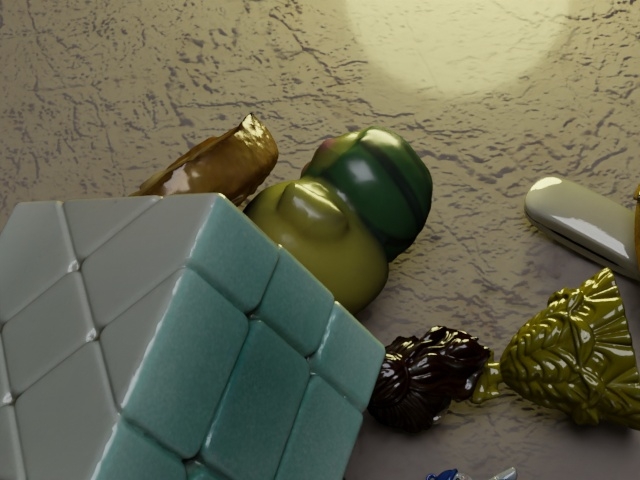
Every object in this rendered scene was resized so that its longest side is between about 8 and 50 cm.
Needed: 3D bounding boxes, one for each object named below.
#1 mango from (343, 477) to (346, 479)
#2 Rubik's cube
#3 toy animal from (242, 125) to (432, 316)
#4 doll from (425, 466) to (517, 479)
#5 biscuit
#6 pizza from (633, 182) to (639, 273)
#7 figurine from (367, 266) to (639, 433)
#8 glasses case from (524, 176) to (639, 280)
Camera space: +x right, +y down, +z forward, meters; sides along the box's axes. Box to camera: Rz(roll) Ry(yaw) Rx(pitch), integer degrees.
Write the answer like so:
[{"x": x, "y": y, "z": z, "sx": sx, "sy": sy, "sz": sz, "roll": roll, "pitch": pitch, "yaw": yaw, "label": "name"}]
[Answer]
[{"x": -0.038, "y": 0.292, "z": 1.364, "sx": 0.156, "sy": 0.114, "sz": 0.251, "roll": -21, "pitch": 57, "yaw": -1, "label": "mango"}, {"x": -0.175, "y": 0.165, "z": 1.252, "sx": 0.318, "sy": 0.316, "sz": 0.322, "roll": -2, "pitch": 58, "yaw": 40, "label": "Rubik's cube"}, {"x": 0.003, "y": 0.001, "z": 1.528, "sx": 0.338, "sy": 0.216, "sz": 0.191, "roll": -40, "pitch": 90, "yaw": -27, "label": "toy animal"}, {"x": 0.185, "y": 0.295, "z": 1.397, "sx": 0.142, "sy": 0.058, "sz": 0.099, "roll": 21, "pitch": 73, "yaw": 21, "label": "doll"}, {"x": -0.177, "y": -0.040, "z": 1.516, "sx": 0.296, "sy": 0.296, "sz": 0.102, "roll": -36, "pitch": 97, "yaw": -22, "label": "biscuit"}, {"x": 0.506, "y": 0.059, "z": 1.520, "sx": 0.223, "sy": 0.089, "sz": 0.324, "roll": -10, "pitch": 67, "yaw": -8, "label": "pizza"}, {"x": 0.203, "y": 0.152, "z": 1.458, "sx": 0.315, "sy": 0.168, "sz": 0.187, "roll": -10, "pitch": 94, "yaw": 5, "label": "figurine"}, {"x": 0.362, "y": -0.016, "z": 1.610, "sx": 0.204, "sy": 0.051, "sz": 0.081, "roll": 31, "pitch": 58, "yaw": 18, "label": "glasses case"}]
